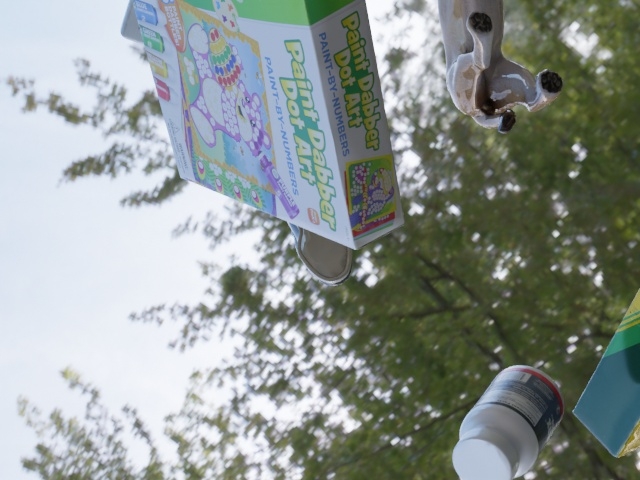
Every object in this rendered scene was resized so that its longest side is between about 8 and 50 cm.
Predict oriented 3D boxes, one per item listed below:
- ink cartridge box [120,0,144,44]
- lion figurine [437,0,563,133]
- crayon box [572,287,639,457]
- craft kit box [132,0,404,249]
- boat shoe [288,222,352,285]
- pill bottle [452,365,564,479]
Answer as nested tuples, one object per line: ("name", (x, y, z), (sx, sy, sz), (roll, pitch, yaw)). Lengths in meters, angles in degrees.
("ink cartridge box", (-0.081, -0.231, 1.025), (0.179, 0.145, 0.045), (17, -157, -13))
("lion figurine", (0.198, -0.277, 1.380), (0.142, 0.240, 0.392), (9, -108, -9))
("crayon box", (0.574, 0.126, 1.591), (0.363, 0.313, 0.106), (-16, -132, -32))
("craft kit box", (-0.053, -0.140, 0.818), (0.061, 0.247, 0.250), (-30, -59, -31))
("boat shoe", (0.000, 0.000, 1.516), (0.075, 0.065, 0.206), (-26, -137, -3))
("pill bottle", (0.246, 0.251, 1.451), (0.108, 0.108, 0.180), (46, -143, 6))
